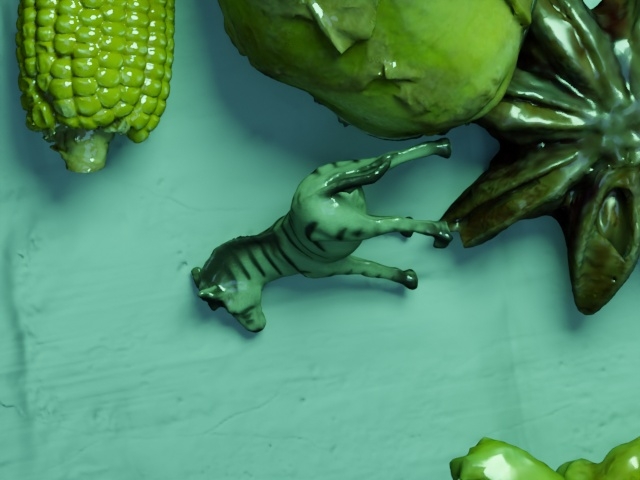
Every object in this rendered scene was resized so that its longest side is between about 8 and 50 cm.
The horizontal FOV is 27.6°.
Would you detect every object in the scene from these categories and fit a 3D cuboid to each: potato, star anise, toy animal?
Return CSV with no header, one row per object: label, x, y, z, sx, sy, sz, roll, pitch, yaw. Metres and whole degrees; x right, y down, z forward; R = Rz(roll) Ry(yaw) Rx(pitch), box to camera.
potato,0.023,-0.220,0.883,0.246,0.196,0.299,-4,90,21
star anise,0.231,-0.095,0.987,0.315,0.108,0.315,0,99,1
toy animal,-0.001,-0.005,0.996,0.176,0.217,0.073,-2,64,-15

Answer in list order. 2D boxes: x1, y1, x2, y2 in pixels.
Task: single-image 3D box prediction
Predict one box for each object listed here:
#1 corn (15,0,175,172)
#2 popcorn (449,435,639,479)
corn,-0.163,-0.211,0.960,0.119,0.119,0.321,2,98,0
popcorn,0.241,0.272,0.996,0.290,0.326,0.321,-16,88,-38
